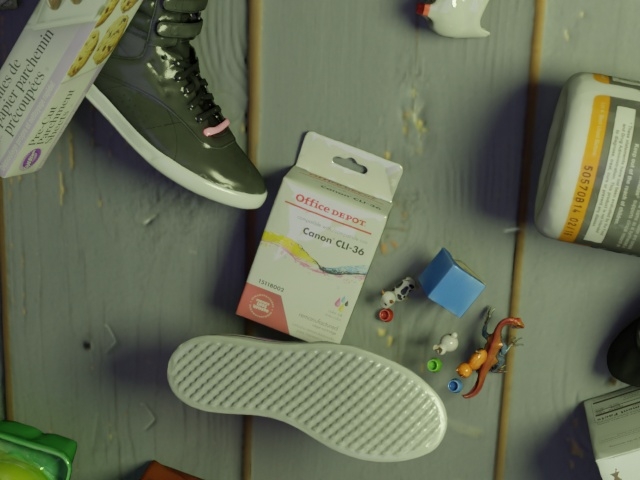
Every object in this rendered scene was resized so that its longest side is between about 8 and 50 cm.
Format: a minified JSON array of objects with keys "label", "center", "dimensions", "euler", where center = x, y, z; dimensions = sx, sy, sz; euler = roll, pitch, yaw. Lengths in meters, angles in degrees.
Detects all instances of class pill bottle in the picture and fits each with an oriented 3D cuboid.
[{"label":"pill bottle","center":[0.349,-0.054,1.010],"dimensions":[0.279,0.162,0.162],"euler":[12,107,6]}]

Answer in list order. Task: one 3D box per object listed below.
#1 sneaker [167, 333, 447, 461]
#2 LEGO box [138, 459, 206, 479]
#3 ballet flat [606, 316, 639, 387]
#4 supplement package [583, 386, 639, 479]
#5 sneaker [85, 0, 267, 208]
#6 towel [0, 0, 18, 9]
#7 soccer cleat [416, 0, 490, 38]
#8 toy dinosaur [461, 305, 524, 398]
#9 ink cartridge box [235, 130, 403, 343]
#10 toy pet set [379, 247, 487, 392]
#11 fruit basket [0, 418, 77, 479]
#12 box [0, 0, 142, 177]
[{"label":"sneaker","center":[0.001,0.151,1.125],"dimensions":[0.282,0.161,0.102],"euler":[14,85,17]},{"label":"LEGO box","center":[-0.207,0.552,1.158],"dimensions":[0.193,0.372,0.500],"euler":[19,107,4]},{"label":"ballet flat","center":[0.390,0.078,1.034],"dimensions":[0.281,0.095,0.096],"euler":[-12,138,37]},{"label":"supplement package","center":[0.425,0.235,1.089],"dimensions":[0.262,0.145,0.204],"euler":[-20,101,14]},{"label":"sneaker","center":[-0.140,-0.166,1.085],"dimensions":[0.296,0.104,0.147],"euler":[43,112,0]},{"label":"towel","center":[-0.386,-0.289,1.132],"dimensions":[0.148,0.027,0.110],"euler":[-1,104,9]},{"label":"soccer cleat","center":[0.148,-0.287,1.033],"dimensions":[0.076,0.068,0.196],"euler":[10,109,-10]},{"label":"toy dinosaur","center":[0.184,0.114,1.132],"dimensions":[0.047,0.090,0.082],"euler":[17,149,9]},{"label":"ink cartridge box","center":[0.000,0.000,1.130],"dimensions":[0.115,0.067,0.198],"euler":[20,108,3]},{"label":"toy pet set","center":[0.119,0.076,1.111],"dimensions":[0.122,0.065,0.114],"euler":[44,106,23]},{"label":"fruit basket","center":[-0.407,0.292,1.127],"dimensions":[0.327,0.353,0.165],"euler":[17,106,3]},{"label":"box","center":[-0.225,-0.203,1.022],"dimensions":[0.063,0.067,0.324],"euler":[40,109,10]}]
